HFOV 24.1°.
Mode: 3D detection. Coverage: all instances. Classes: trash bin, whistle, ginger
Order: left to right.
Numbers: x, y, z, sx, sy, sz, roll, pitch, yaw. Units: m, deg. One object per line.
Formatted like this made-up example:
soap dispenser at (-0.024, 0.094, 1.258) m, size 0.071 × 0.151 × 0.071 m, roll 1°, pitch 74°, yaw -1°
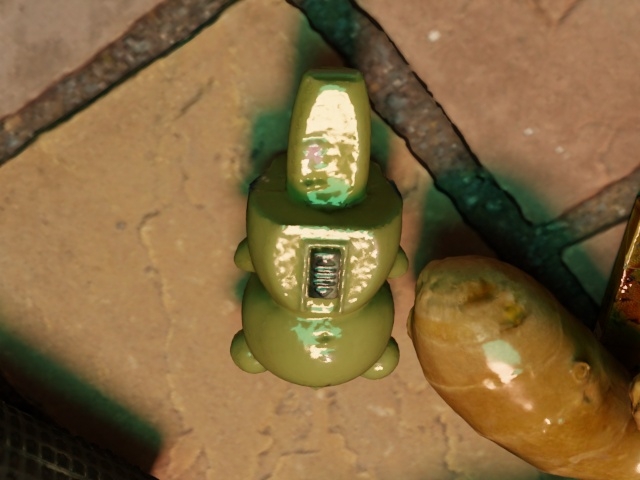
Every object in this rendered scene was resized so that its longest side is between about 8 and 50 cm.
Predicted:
trash bin at (-0.182, 0.189, 0.960) m, size 0.161 × 0.175 × 0.175 m, roll 21°, pitch 121°, yaw -25°
whistle at (0.000, 0.000, 0.874) m, size 0.105 × 0.085 × 0.227 m, roll 2°, pitch 124°, yaw -2°
ginger at (0.253, 0.132, 0.886) m, size 0.363 × 0.122 × 0.348 m, roll 3°, pitch 155°, yaw 38°

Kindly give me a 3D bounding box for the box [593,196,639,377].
box at (0.220, 0.048, 0.942) m, size 0.089 × 0.022 × 0.156 m, roll 9°, pitch 122°, yaw -7°
